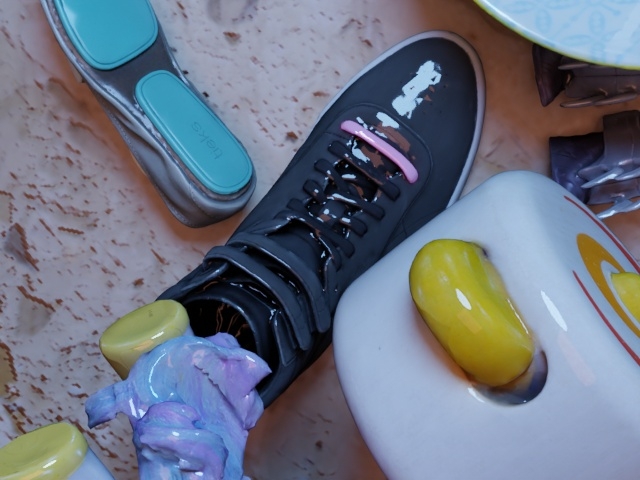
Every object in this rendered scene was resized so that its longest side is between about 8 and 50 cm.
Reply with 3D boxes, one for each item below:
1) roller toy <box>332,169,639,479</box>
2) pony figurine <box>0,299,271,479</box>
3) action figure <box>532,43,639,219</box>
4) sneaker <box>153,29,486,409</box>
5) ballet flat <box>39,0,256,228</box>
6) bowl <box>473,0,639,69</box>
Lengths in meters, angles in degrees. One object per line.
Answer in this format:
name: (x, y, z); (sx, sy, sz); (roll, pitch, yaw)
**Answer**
roller toy: (0.114, 0.064, 0.686); (0.146, 0.191, 0.209); (-39, 104, 21)
pony figurine: (-0.061, 0.224, 0.654); (0.351, 0.303, 0.363); (-24, 112, -8)
action figure: (0.272, -0.085, 0.749); (0.285, 0.099, 0.185); (-10, 111, 14)
sneaker: (0.000, 0.001, 0.763); (0.104, 0.147, 0.296); (38, 96, 3)
ballet flat: (-0.121, -0.099, 0.809); (0.072, 0.068, 0.213); (-35, 91, -36)
bowl: (0.189, -0.245, 0.667); (0.289, 0.156, 0.289); (12, 115, 27)
